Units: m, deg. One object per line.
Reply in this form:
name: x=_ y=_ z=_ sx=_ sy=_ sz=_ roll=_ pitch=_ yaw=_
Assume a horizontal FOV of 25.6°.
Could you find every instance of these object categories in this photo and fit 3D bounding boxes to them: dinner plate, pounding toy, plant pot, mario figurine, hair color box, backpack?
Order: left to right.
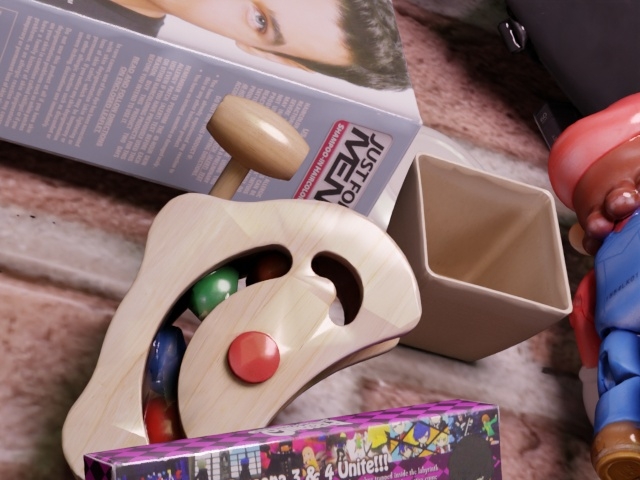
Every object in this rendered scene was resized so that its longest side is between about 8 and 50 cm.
hair color box: x=-0.132 y=-0.143 z=0.940 sx=0.374 sy=0.113 sz=0.185 roll=16 pitch=38 yaw=-20
pounding toy: x=-0.039 y=0.060 z=0.819 sx=0.154 sy=0.155 sz=0.269 roll=23 pitch=74 yaw=-1
dinner plate: x=0.083 y=-0.042 z=1.072 sx=0.141 sy=0.017 sz=0.141 roll=16 pitch=47 yaw=-18
plant pot: x=0.095 y=0.022 z=0.965 sx=0.109 sy=0.096 sz=0.109 roll=15 pitch=47 yaw=-19
mario figurine: x=0.257 y=0.026 z=0.956 sx=0.320 sy=0.198 sz=0.170 roll=-83 pitch=151 yaw=-44
backpack: x=0.327 y=-0.227 z=1.199 sx=0.290 sy=0.273 sz=0.355 roll=54 pitch=27 yaw=-2

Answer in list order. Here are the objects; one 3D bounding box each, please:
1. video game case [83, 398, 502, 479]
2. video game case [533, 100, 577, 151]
video game case: x=-0.004 y=0.197 z=0.711 sx=0.232 sy=0.042 sz=0.210 roll=-4 pitch=93 yaw=-34
video game case: x=0.307 y=-0.001 z=1.169 sx=0.196 sy=0.026 sz=0.274 roll=1 pitch=54 yaw=-31
